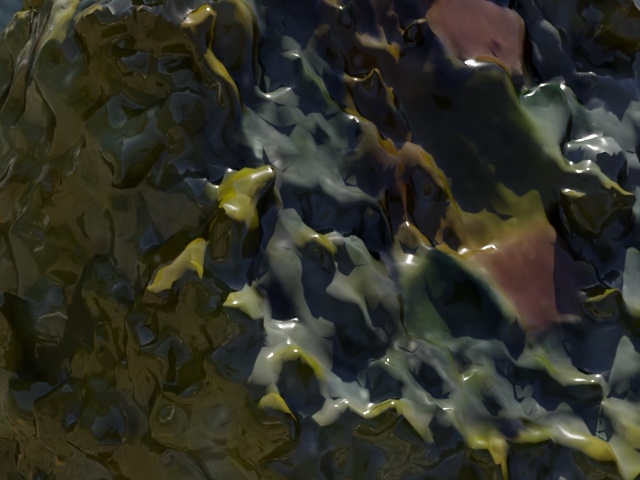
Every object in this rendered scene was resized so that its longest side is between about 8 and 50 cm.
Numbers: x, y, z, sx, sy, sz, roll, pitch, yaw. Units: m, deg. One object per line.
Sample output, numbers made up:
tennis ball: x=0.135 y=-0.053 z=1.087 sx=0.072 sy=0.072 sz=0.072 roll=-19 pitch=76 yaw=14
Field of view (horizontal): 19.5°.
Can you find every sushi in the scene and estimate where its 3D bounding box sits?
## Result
sushi: x=0.000 y=0.000 z=0.885 sx=0.351 sy=0.240 sz=0.397 roll=11 pitch=56 yaw=-32
